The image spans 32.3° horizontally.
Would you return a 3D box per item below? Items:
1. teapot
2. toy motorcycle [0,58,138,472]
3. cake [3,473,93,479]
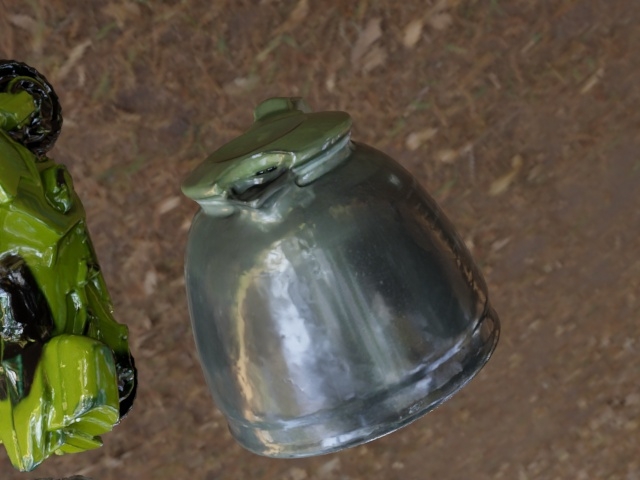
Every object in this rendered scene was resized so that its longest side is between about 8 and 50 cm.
[{"bbox_3d":[0.016,-0.001,0.910,0.239,0.239,0.321,-10,-160,36],"label":"teapot"},{"bbox_3d":[-0.255,0.014,0.902,0.142,0.342,0.206,-19,177,43],"label":"toy motorcycle"},{"bbox_3d":[-0.244,0.263,1.051,0.117,0.220,0.086,-39,112,-10],"label":"cake"}]
